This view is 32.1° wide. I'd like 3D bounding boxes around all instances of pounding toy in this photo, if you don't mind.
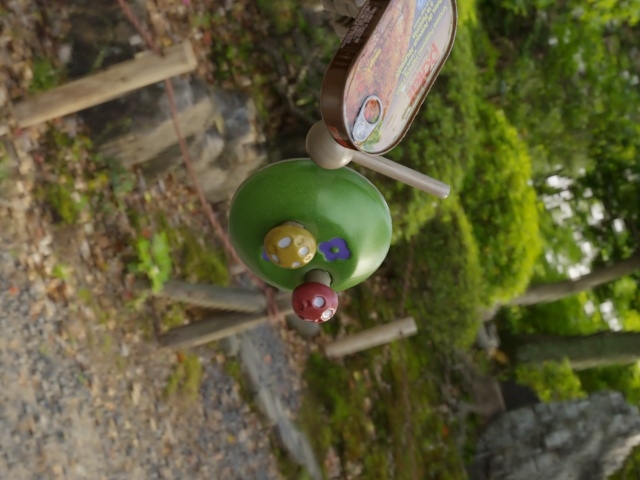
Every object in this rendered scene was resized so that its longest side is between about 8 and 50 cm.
[{"bbox_3d":[0.000,0.000,1.183,0.183,0.237,0.110,31,38,-20],"label":"pounding toy"}]

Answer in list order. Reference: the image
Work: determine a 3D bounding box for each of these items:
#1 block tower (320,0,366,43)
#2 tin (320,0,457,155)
[{"bbox_3d":[0.016,-0.332,1.117,0.091,0.097,0.335,32,-25,55],"label":"block tower"},{"bbox_3d":[0.065,-0.168,1.033,0.040,0.189,0.106,14,-22,45],"label":"tin"}]
